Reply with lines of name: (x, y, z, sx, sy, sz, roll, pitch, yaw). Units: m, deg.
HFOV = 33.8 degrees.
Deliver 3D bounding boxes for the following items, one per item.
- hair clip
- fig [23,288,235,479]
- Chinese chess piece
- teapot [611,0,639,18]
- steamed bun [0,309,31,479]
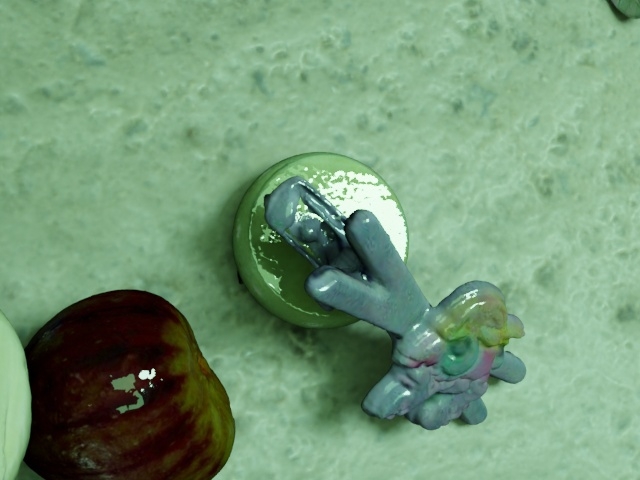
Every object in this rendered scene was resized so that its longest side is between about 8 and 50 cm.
hair clip: (0.064, 0.065, 0.788, 0.137, 0.090, 0.278, -49, 118, -1)
fig: (-0.158, 0.110, 0.744, 0.202, 0.148, 0.149, 0, 115, -26)
Chinese chess piece: (0.000, 0.000, 0.851, 0.144, 0.058, 0.144, 2, 81, -15)
teapot: (0.298, -0.247, 0.965, 0.064, 0.064, 0.083, -25, 56, -23)
steamed bun: (-0.363, 0.076, 0.613, 0.247, 0.352, 0.339, -36, 65, 22)
